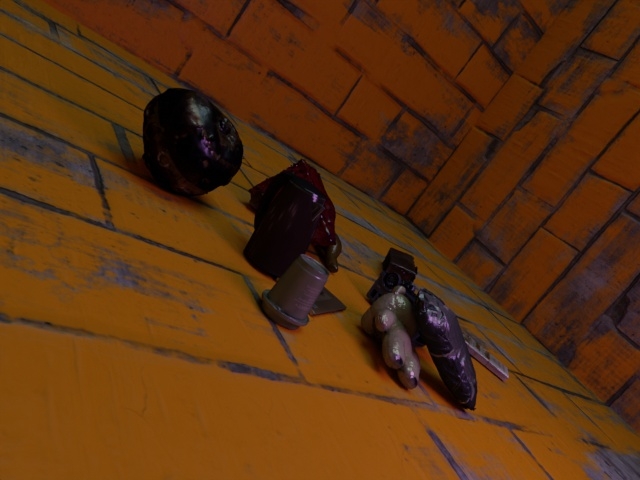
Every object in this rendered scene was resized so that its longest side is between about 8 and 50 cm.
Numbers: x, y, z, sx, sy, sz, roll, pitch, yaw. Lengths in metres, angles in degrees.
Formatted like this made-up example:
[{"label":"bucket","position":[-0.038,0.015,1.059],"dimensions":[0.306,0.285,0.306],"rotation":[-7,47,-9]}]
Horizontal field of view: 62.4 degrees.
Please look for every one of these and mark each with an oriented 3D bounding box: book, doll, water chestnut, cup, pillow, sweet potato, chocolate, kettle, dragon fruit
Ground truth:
[{"label":"book","position":[-0.021,0.139,1.363],"dimensions":[0.138,0.016,0.198],"rotation":[42,15,22]},{"label":"doll","position":[0.178,0.248,1.333],"dimensions":[0.149,0.175,0.278],"rotation":[-1,25,3]},{"label":"water chestnut","position":[-0.359,-0.247,1.392],"dimensions":[0.300,0.300,0.300],"rotation":[34,14,-9]},{"label":"cup","position":[-0.050,0.107,1.135],"dimensions":[0.120,0.141,0.120],"rotation":[32,13,-9]},{"label":"pillow","position":[0.325,0.279,1.358],"dimensions":[0.335,0.092,0.161],"rotation":[64,23,-15]},{"label":"sweet potato","position":[0.008,0.001,1.791],"dimensions":[0.108,0.079,0.346],"rotation":[-5,36,-28]},{"label":"chocolate","position":[0.308,0.111,2.107],"dimensions":[0.111,0.112,0.321],"rotation":[28,14,0]},{"label":"kettle","position":[-0.089,-0.050,1.343],"dimensions":[0.144,0.232,0.202],"rotation":[19,15,-44]},{"label":"dragon fruit","position":[-0.058,-0.110,1.683],"dimensions":[0.330,0.302,0.240],"rotation":[58,-22,29]}]

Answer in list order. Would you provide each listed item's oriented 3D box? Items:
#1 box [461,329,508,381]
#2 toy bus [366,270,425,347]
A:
[{"label":"box","position":[0.583,0.413,1.919],"dimensions":[0.220,0.032,0.122],"rotation":[39,14,11]},{"label":"toy bus","position":[0.277,0.221,1.592],"dimensions":[0.292,0.133,0.125],"rotation":[44,10,38]}]
